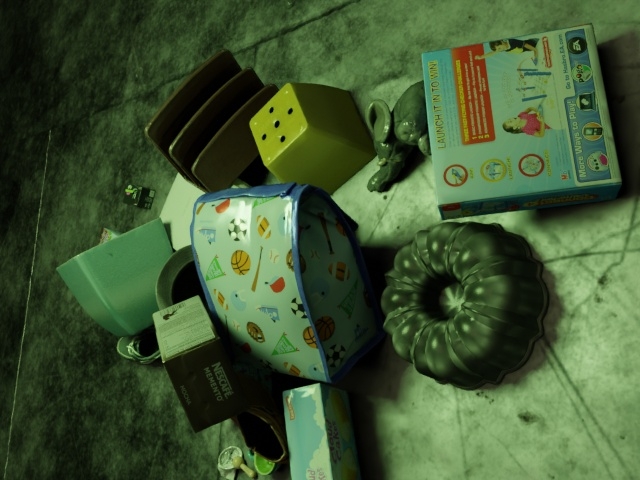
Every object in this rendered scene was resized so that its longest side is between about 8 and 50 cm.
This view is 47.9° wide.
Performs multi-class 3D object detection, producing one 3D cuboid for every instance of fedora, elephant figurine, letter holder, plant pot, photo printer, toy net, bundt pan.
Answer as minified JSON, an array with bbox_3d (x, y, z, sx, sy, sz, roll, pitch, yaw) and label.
[{"bbox_3d":[-0.275,0.150,1.746,0.124,0.276,0.243,-39,26,57],"label":"fedora"},{"bbox_3d":[0.167,-0.228,1.504,0.239,0.169,0.186,-7,44,57],"label":"elephant figurine"},{"bbox_3d":[-0.249,-0.295,1.774,0.302,0.214,0.152,-49,46,-11],"label":"letter holder"},{"bbox_3d":[-0.513,0.117,1.930,0.248,0.247,0.252,-17,101,57],"label":"plant pot"},{"bbox_3d":[-0.289,-0.060,1.890,0.308,0.107,0.256,32,101,43],"label":"photo printer"},{"bbox_3d":[-0.036,-0.237,1.654,0.212,0.187,0.212,-40,56,28],"label":"plant pot"},{"bbox_3d":[-0.175,0.495,1.678,0.232,0.045,0.122,-25,63,36],"label":"toy net"},{"bbox_3d":[0.246,0.110,1.348,0.331,0.124,0.330,-13,69,39],"label":"bundt pan"}]

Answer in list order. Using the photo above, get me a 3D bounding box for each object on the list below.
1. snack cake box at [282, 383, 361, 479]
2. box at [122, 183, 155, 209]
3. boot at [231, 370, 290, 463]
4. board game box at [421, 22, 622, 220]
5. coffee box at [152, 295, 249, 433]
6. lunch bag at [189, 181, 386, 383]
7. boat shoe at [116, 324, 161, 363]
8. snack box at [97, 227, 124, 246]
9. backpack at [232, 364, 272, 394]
[{"bbox_3d":[0.008,0.431,1.442,0.089,0.152,0.264,-16,67,19],"label":"snack cake box"},{"bbox_3d":[-0.552,-0.133,2.187,0.083,0.052,0.062,12,86,42],"label":"box"},{"bbox_3d":[-0.156,0.369,1.514,0.283,0.220,0.109,42,88,15],"label":"boot"},{"bbox_3d":[0.347,-0.207,1.281,0.302,0.086,0.308,-6,72,13],"label":"board game box"},{"bbox_3d":[-0.256,0.246,1.497,0.297,0.119,0.168,-144,34,-69],"label":"coffee box"},{"bbox_3d":[-0.079,0.065,1.495,0.328,0.239,0.385,-2,116,42],"label":"lunch bag"},{"bbox_3d":[-0.474,0.276,1.971,0.320,0.099,0.116,-9,73,41],"label":"boat shoe"},{"bbox_3d":[-0.624,0.087,2.181,0.175,0.070,0.207,25,97,44],"label":"snack box"},{"bbox_3d":[-0.200,0.331,1.698,0.173,0.117,0.158,-17,68,35],"label":"backpack"}]
